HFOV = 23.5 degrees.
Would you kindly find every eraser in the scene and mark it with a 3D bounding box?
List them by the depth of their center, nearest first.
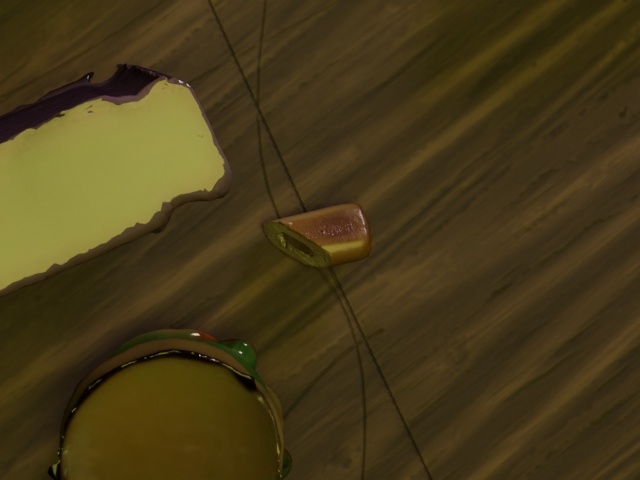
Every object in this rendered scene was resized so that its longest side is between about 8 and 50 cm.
[{"bbox_3d":[-0.239,-0.054,1.341,0.272,0.359,0.122,-26,102,-8],"label":"eraser"}]

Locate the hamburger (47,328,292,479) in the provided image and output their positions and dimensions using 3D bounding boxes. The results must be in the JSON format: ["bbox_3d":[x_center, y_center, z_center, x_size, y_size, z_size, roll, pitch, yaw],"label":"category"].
[{"bbox_3d":[-0.138,0.191,1.494,0.237,0.149,0.237,-1,100,-3],"label":"hamburger"}]

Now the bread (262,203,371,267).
[{"bbox_3d":[-0.001,0.001,1.548,0.103,0.049,0.062,-13,64,-8],"label":"bread"}]
